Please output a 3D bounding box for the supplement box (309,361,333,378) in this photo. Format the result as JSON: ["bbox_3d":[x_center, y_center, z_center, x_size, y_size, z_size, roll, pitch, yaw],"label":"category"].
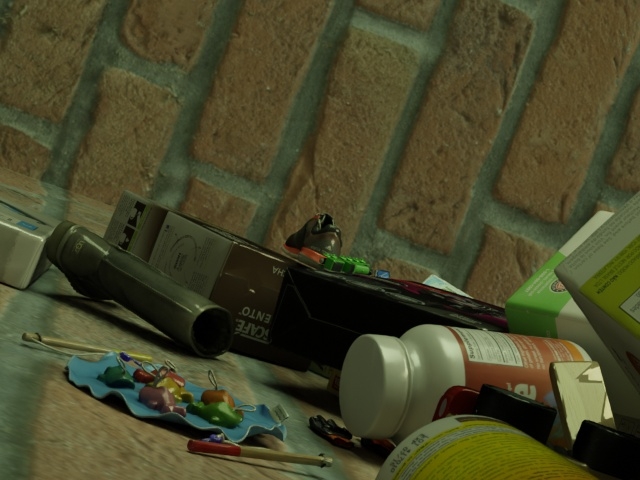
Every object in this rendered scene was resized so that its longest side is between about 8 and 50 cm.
[{"bbox_3d":[0.019,0.135,1.791,0.083,0.056,0.083,21,2,33],"label":"supplement box"}]

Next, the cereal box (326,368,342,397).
[{"bbox_3d":[0.146,0.192,1.607,0.240,0.047,0.173,17,2,-29],"label":"cereal box"}]

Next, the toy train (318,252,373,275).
[{"bbox_3d":[0.028,0.027,1.576,0.024,0.017,0.083,27,10,35],"label":"toy train"}]

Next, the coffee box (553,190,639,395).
[{"bbox_3d":[0.449,0.082,1.101,0.337,0.338,0.334,50,-2,-33],"label":"coffee box"}]

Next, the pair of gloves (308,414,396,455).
[{"bbox_3d":[0.032,0.179,1.340,0.083,0.010,0.074,18,5,-24],"label":"pair of gloves"}]

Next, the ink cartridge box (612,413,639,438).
[{"bbox_3d":[0.347,0.194,1.642,0.056,0.181,0.225,20,1,14],"label":"ink cartridge box"}]

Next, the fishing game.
[{"bbox_3d":[-0.109,0.118,1.184,0.189,0.041,0.264,15,5,-39],"label":"fishing game"}]

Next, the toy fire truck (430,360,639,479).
[{"bbox_3d":[0.179,0.165,1.149,0.217,0.158,0.246,19,-1,-8],"label":"toy fire truck"}]

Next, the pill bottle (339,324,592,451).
[{"bbox_3d":[0.133,0.140,1.340,0.216,0.121,0.121,7,7,-23],"label":"pill bottle"}]

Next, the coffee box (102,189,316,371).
[{"bbox_3d":[-0.132,0.045,1.799,0.168,0.118,0.297,22,0,-34],"label":"coffee box"}]

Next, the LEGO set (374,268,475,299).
[{"bbox_3d":[0.139,0.133,1.873,0.244,0.060,0.182,32,49,22],"label":"LEGO set"}]

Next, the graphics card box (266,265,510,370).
[{"bbox_3d":[0.127,0.108,1.621,0.233,0.094,0.371,18,5,26],"label":"graphics card box"}]

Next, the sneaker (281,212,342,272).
[{"bbox_3d":[0.000,0.000,1.748,0.061,0.064,0.158,24,0,-15],"label":"sneaker"}]

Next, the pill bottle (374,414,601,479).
[{"bbox_3d":[0.108,0.170,0.766,0.117,0.117,0.215,20,1,-18],"label":"pill bottle"}]

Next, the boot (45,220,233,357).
[{"bbox_3d":[-0.179,0.060,1.603,0.209,0.076,0.190,22,-5,20],"label":"boot"}]

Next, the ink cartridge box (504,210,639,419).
[{"bbox_3d":[0.351,0.080,1.446,0.273,0.114,0.198,12,37,39],"label":"ink cartridge box"}]

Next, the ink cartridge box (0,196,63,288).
[{"bbox_3d":[-0.429,-0.030,1.671,0.261,0.066,0.296,21,1,-6],"label":"ink cartridge box"}]
